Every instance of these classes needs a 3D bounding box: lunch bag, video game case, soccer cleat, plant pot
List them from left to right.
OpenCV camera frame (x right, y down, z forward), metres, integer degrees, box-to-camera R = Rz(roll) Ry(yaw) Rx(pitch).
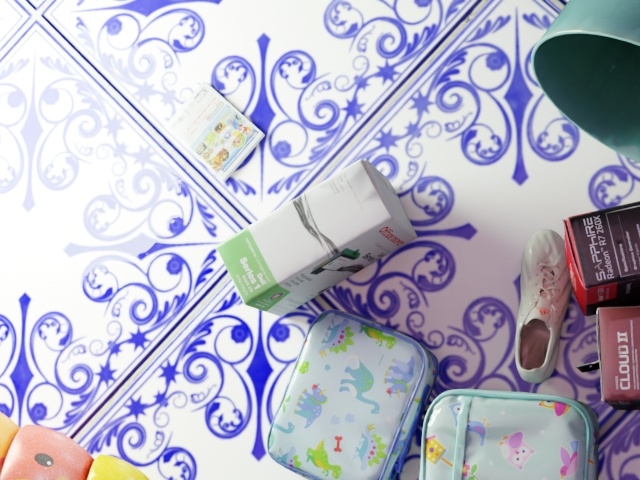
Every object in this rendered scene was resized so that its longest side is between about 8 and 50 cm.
[{"bbox_3d":[-0.148,-0.152,1.907,0.122,0.011,0.087,42,93,19],"label":"video game case"},{"bbox_3d":[0.044,0.211,1.746,0.176,0.090,0.219,20,86,19],"label":"lunch bag"},{"bbox_3d":[0.221,0.322,1.665,0.224,0.108,0.279,4,82,17],"label":"lunch bag"},{"bbox_3d":[0.277,0.080,1.708,0.068,0.076,0.196,4,81,17],"label":"soccer cleat"},{"bbox_3d":[0.432,-0.248,1.620,0.293,0.293,0.235,26,75,19],"label":"plant pot"}]

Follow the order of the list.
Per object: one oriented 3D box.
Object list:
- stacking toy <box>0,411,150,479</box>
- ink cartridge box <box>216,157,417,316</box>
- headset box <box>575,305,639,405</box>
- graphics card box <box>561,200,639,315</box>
[{"bbox_3d":[-0.315,0.369,1.756,0.480,0.350,0.350,5,81,-1],"label":"stacking toy"},{"bbox_3d":[0.000,0.000,1.758,0.219,0.160,0.092,-30,75,10],"label":"ink cartridge box"},{"bbox_3d":[0.444,0.135,1.575,0.293,0.218,0.110,-3,79,15],"label":"headset box"},{"bbox_3d":[0.470,-0.005,1.571,0.371,0.233,0.094,-14,77,8],"label":"graphics card box"}]
